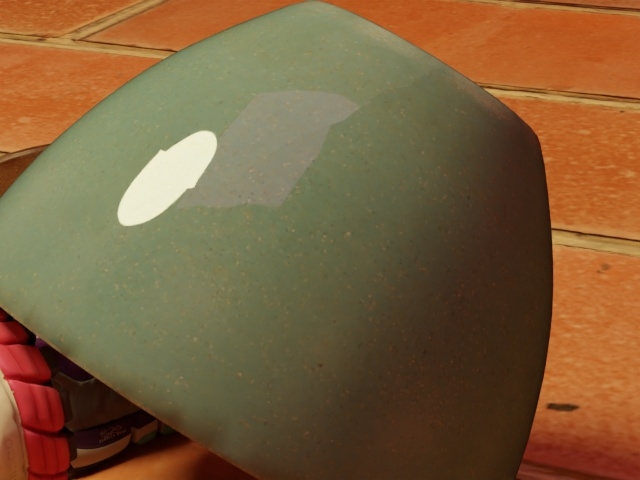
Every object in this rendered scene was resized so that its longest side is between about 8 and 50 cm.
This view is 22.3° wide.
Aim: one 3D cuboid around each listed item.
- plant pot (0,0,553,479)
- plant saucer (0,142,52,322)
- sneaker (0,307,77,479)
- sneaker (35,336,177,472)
[{"bbox_3d":[0.000,0.000,0.796,0.290,0.195,0.290,31,-1,1],"label":"plant pot"},{"bbox_3d":[-0.165,-0.020,1.237,0.311,0.050,0.310,-1,22,0],"label":"plant saucer"},{"bbox_3d":[-0.251,0.064,0.766,0.299,0.120,0.112,8,22,41],"label":"sneaker"},{"bbox_3d":[-0.087,0.058,0.969,0.224,0.098,0.083,-21,29,-38],"label":"sneaker"}]
